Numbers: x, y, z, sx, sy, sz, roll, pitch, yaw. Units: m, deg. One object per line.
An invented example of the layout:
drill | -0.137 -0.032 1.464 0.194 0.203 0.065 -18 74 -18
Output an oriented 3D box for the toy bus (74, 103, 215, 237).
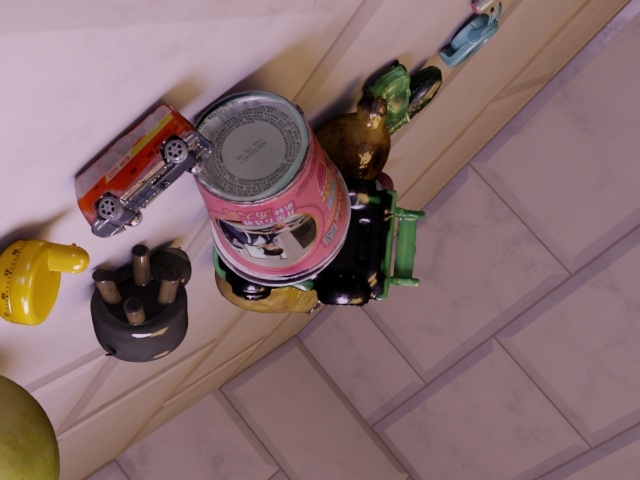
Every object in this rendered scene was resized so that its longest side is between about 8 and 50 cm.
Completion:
toy bus | -0.214 -0.083 0.829 0.174 0.077 0.079 -40 170 2

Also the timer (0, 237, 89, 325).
timer | -0.341 0.050 0.844 0.107 0.109 0.107 -172 -90 -90

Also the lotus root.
lotus root | 0.041 -0.147 1.306 0.169 0.141 0.314 -30 166 -40

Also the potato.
potato | -0.118 0.054 1.508 0.229 0.229 0.266 -44 154 19

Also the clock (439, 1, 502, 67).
clock | 0.312 -0.413 1.399 0.108 0.045 0.147 -38 177 -44

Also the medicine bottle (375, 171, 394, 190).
medicine bottle | 0.112 -0.125 1.810 0.090 0.090 0.216 -46 168 29

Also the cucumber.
cucumber | 0.171 -0.277 1.462 0.227 0.069 0.069 -43 170 37

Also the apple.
apple | -0.521 0.333 1.000 0.292 0.254 0.292 -39 175 -4

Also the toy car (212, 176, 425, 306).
toy car | 0.000 0.000 1.217 0.358 0.214 0.176 3 180 8

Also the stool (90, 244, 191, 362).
stool | -0.295 0.085 1.150 0.153 0.228 0.139 2 135 -7

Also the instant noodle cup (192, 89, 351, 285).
instant noodle cup | -0.076 -0.081 0.998 0.244 0.244 0.255 -39 162 -8

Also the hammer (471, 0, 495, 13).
hammer | 0.310 -0.449 1.328 0.052 0.031 0.083 -38 177 9

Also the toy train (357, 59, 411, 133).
toy train | 0.132 -0.264 1.318 0.099 0.081 0.149 -38 170 -10
